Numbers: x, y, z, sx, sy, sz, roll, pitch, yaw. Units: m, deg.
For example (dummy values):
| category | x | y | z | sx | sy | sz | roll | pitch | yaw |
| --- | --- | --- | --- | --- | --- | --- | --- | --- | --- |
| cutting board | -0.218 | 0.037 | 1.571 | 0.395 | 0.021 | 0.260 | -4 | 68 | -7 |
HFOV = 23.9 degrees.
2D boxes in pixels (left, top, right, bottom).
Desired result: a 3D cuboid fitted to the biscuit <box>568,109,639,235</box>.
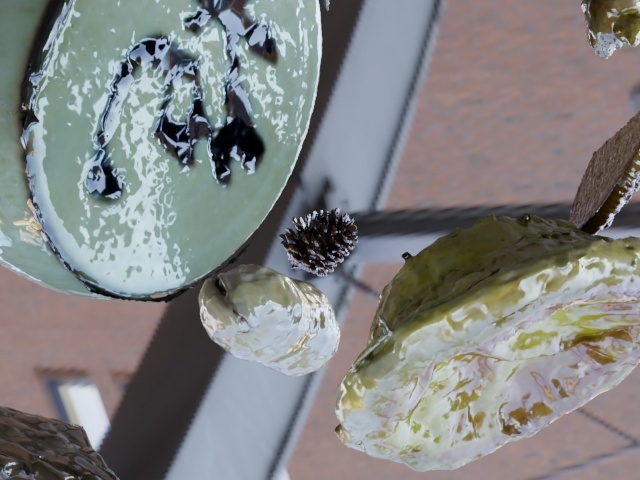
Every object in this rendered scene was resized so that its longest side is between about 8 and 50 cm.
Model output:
| category | x | y | z | sx | sy | sz | roll | pitch | yaw |
| --- | --- | --- | --- | --- | --- | --- | --- | --- | --- |
| biscuit | 0.268 | -0.057 | 1.376 | 0.126 | 0.025 | 0.206 | -63 | -179 | -15 |

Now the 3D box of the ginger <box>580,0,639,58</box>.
| category | x | y | z | sx | sy | sz | roll | pitch | yaw |
| --- | --- | --- | --- | --- | --- | --- | --- | --- | --- |
| ginger | 0.273 | -0.301 | 1.174 | 0.080 | 0.333 | 0.166 | 17 | -168 | -40 |

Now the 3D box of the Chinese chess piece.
| category | x | y | z | sx | sy | sz | roll | pitch | yaw |
| --- | --- | --- | --- | --- | --- | --- | --- | --- | --- |
| Chinese chess piece | -0.143 | -0.125 | 1.159 | 0.146 | 0.349 | 0.349 | 21 | -140 | 34 |

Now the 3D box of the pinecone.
| category | x | y | z | sx | sy | sz | roll | pitch | yaw |
| --- | --- | --- | --- | --- | --- | --- | --- | --- | --- |
| pinecone | 0.002 | 0.004 | 2.189 | 0.109 | 0.102 | 0.102 | -16 | -158 | 14 |

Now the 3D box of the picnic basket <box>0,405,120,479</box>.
| category | x | y | z | sx | sy | sz | roll | pitch | yaw |
| --- | --- | --- | --- | --- | --- | --- | --- | --- | --- |
| picnic basket | -0.287 | 0.306 | 1.261 | 0.254 | 0.291 | 0.321 | 19 | -166 | -35 |

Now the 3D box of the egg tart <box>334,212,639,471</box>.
| category | x | y | z | sx | sy | sz | roll | pitch | yaw |
| --- | --- | --- | --- | --- | --- | --- | --- | --- | --- |
| egg tart | 0.159 | 0.075 | 1.351 | 0.341 | 0.341 | 0.132 | -20 | -120 | -11 |

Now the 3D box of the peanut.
| category | x | y | z | sx | sy | sz | roll | pitch | yaw |
| --- | --- | --- | --- | --- | --- | --- | --- | --- | --- |
| peanut | -0.061 | 0.098 | 1.909 | 0.130 | 0.130 | 0.290 | -8 | 166 | 17 |
